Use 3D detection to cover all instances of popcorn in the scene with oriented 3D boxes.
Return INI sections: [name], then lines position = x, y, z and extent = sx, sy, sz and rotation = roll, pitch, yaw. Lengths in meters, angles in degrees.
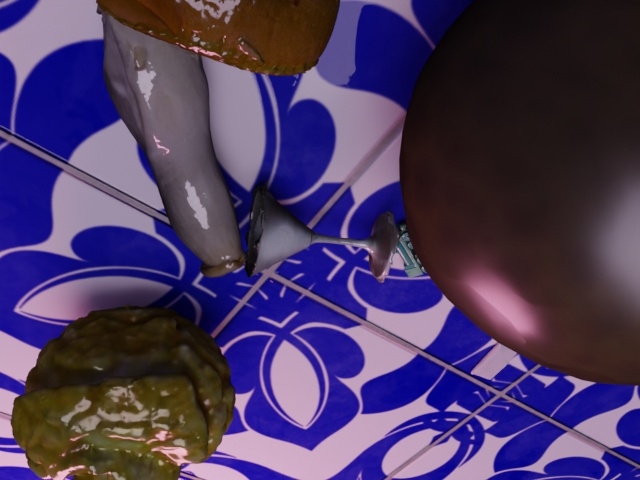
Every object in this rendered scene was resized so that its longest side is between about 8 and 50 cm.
[popcorn]
position = -0.248, 0.217, 0.793
extent = 0.282, 0.282, 0.246
rotation = -8, 114, 1

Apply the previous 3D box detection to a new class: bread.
[bread]
position = -0.091, -0.224, 0.501
extent = 0.236, 0.236, 0.070
rotation = 18, 123, -17

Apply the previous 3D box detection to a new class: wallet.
[wallet]
position = 0.293, 0.202, 0.982
extent = 0.044, 0.011, 0.083
rotation = 22, 121, -20

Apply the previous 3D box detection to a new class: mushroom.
[mushroom]
position = -0.158, -0.107, 0.659
extent = 0.097, 0.109, 0.351
rotation = -35, 129, -30

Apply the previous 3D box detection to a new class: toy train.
[toy train]
position = 0.126, 0.013, 0.819
extent = 0.045, 0.029, 0.092
rotation = -18, 123, 28

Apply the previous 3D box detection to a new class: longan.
[longan]
position = 0.253, -0.070, 0.549
extent = 0.404, 0.404, 0.336
rotation = -44, 149, 24

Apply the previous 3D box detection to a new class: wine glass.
[wine glass]
position = 0.000, 0.000, 0.746
extent = 0.183, 0.122, 0.122
rotation = 8, 125, -13
